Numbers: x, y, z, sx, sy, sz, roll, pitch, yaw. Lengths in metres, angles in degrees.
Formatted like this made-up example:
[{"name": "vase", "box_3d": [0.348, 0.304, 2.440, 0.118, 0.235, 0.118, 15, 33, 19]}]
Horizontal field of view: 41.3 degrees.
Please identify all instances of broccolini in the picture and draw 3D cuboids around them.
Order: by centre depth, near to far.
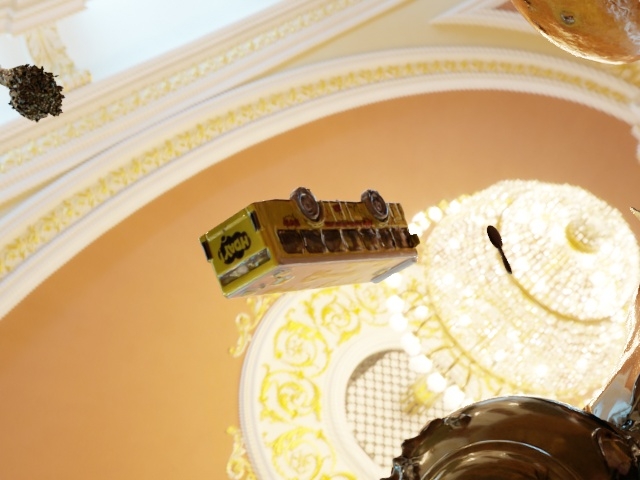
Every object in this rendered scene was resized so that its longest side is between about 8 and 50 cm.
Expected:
[{"name": "broccolini", "box_3d": [-0.314, -0.162, 0.859, 0.054, 0.239, 0.051, 21, -86, -38]}]

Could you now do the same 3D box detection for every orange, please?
[{"name": "orange", "box_3d": [0.338, -0.334, 0.971, 0.283, 0.284, 0.226, 35, -100, 4]}]

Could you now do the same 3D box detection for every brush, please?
[{"name": "brush", "box_3d": [0.258, 0.013, 1.220, 0.024, 0.008, 0.083, -1, -123, -29]}]

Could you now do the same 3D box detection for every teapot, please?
[{"name": "teapot", "box_3d": [0.100, 0.178, 0.501, 0.269, 0.182, 0.173, -11, -108, 17]}]

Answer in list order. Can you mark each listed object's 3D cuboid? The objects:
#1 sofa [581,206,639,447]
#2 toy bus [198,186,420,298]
[{"name": "sofa", "box_3d": [0.329, 0.084, 0.661, 0.200, 0.182, 0.258, 26, -105, 0]}, {"name": "toy bus", "box_3d": [0.000, 0.000, 0.752, 0.226, 0.081, 0.074, -1, -116, -55]}]
